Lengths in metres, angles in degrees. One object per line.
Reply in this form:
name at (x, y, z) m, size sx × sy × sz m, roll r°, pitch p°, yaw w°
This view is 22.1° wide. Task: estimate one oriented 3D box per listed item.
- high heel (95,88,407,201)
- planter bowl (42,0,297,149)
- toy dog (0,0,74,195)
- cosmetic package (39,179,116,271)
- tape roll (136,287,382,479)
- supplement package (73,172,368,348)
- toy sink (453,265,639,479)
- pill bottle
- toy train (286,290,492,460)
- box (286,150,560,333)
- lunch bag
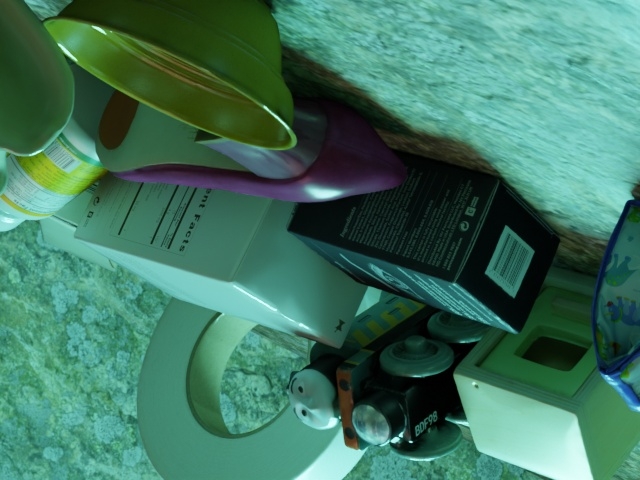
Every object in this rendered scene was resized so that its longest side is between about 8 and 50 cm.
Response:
high heel at (-0.083, -0.087, 1.562) m, size 0.181 × 0.127 × 0.377 m, roll 22°, pitch 177°, yaw -29°
planter bowl at (-0.100, -0.158, 1.274) m, size 0.217 × 0.090 × 0.217 m, roll 23°, pitch 171°, yaw 4°
toy dog at (-0.420, -0.173, 1.376) m, size 0.395 × 0.284 × 0.408 m, roll 58°, pitch 170°, yaw -11°
cosmetic package at (-0.267, -0.065, 2.016) m, size 0.113 × 0.160 × 0.309 m, roll 24°, pitch 172°, yaw -4°
tape roll at (-0.077, 0.173, 2.170) m, size 0.392 × 0.392 × 0.072 m, roll 16°, pitch 168°, yaw 42°
supplement package at (-0.090, -0.020, 1.757) m, size 0.293 × 0.175 × 0.177 m, roll 14°, pitch 165°, yaw 48°
toy sink at (0.272, 0.119, 1.684) m, size 0.153 × 0.234 × 0.131 m, roll 17°, pitch 139°, yaw 40°
pill bottle at (-0.299, -0.094, 1.774) m, size 0.117 × 0.117 × 0.208 m, roll 30°, pitch 133°, yaw -33°
toy train at (0.112, 0.124, 1.780) m, size 0.190 × 0.142 × 0.334 m, roll 9°, pitch -153°, yaw 37°
box at (0.098, -0.006, 1.571) m, size 0.207 × 0.108 × 0.153 m, roll 18°, pitch 169°, yaw 35°
lunch bag at (0.280, 0.062, 1.358) m, size 0.096 × 0.151 × 0.129 m, roll 19°, pitch 169°, yaw 32°
